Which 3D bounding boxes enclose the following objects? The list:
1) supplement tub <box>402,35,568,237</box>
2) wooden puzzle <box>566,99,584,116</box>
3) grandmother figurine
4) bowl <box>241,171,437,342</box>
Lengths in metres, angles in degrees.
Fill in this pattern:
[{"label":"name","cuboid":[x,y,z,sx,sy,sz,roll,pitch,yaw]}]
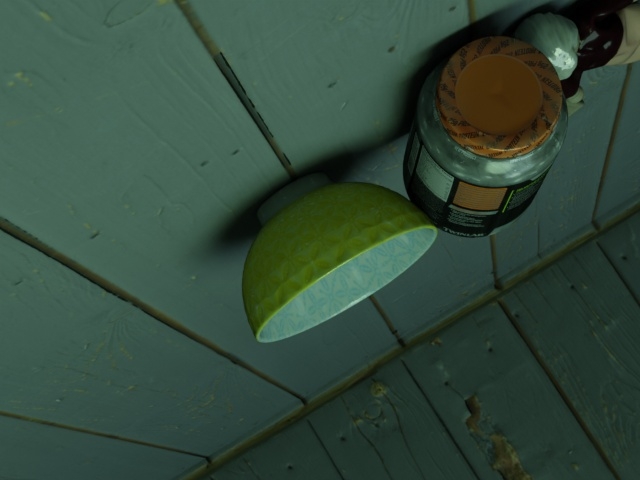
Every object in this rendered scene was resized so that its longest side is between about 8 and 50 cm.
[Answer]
[{"label":"supplement tub","cuboid":[0.213,-0.134,1.914,0.194,0.193,0.316,-29,167,-10]},{"label":"wooden puzzle","cuboid":[0.304,-0.158,2.348,0.221,0.044,0.239,-38,165,26]},{"label":"grandmother figurine","cuboid":[0.378,-0.275,1.998,0.342,0.104,0.207,-13,130,-46]},{"label":"bowl","cuboid":[0.000,0.000,2.007,0.289,0.156,0.289,-29,166,-8]}]
